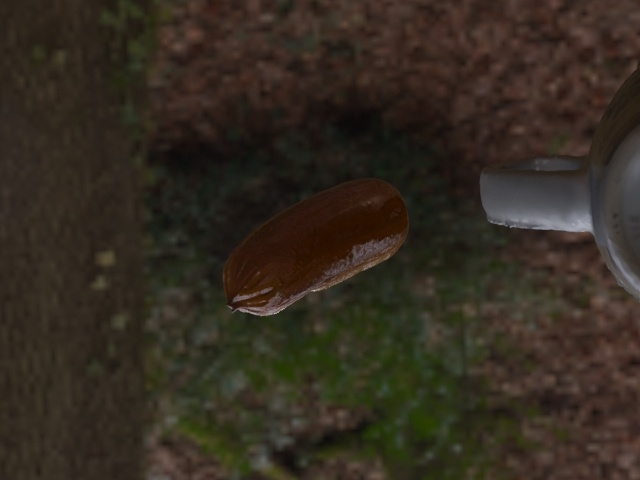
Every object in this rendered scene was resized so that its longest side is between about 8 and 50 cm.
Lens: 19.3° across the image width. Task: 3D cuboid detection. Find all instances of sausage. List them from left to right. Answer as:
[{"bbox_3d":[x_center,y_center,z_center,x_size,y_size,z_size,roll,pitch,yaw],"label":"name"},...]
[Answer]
[{"bbox_3d":[0.000,0.000,1.246,0.062,0.054,0.183,39,-140,26],"label":"sausage"}]

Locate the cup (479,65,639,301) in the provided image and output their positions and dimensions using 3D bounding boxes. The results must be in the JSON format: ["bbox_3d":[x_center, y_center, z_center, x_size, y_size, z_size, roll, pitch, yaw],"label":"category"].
[{"bbox_3d":[0.247,-0.041,1.317,0.301,0.227,0.257,-2,-175,22],"label":"cup"}]

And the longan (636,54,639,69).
[{"bbox_3d":[0.451,-0.133,1.623,0.404,0.336,0.404,-28,161,-10],"label":"longan"}]
